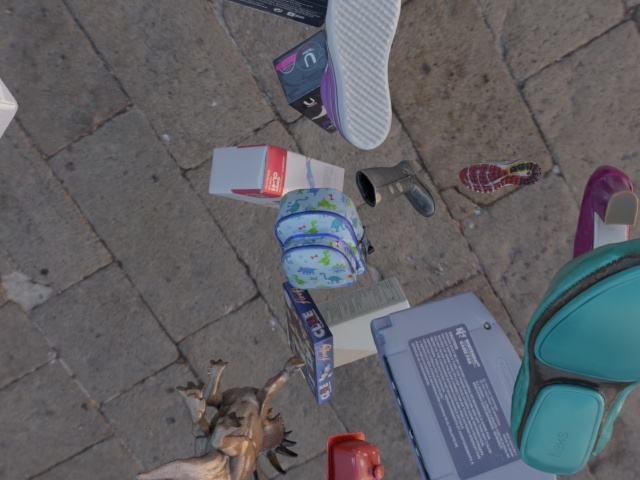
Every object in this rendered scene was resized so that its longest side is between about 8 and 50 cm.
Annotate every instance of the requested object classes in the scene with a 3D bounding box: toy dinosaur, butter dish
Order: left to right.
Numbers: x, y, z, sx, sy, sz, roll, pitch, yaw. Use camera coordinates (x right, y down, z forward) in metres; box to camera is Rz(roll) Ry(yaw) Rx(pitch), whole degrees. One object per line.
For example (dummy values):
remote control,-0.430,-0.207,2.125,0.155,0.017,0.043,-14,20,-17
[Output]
toy dinosaur,-0.116,0.281,0.752,0.127,0.295,0.201,10,111,20
butter dish,0.097,0.546,1.293,0.118,0.159,0.160,-12,72,39

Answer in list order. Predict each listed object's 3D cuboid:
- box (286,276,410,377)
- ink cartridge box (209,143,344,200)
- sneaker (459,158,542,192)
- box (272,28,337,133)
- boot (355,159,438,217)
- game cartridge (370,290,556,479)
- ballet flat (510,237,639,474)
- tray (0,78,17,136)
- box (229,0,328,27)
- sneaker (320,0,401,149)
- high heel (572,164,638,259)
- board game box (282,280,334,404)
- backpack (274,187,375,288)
box,0.078,0.218,1.389,0.310,0.148,0.121,-19,111,3
ink cartridge box,-0.114,-0.163,1.481,0.226,0.306,0.131,3,84,43
sneaker,0.519,-0.192,1.581,0.225,0.093,0.088,-1,110,9
box,0.018,-0.421,1.473,0.165,0.270,0.144,-26,74,20
boot,0.201,-0.121,1.412,0.076,0.208,0.190,-41,79,38
game cartridge,0.210,0.229,0.791,0.195,0.060,0.294,-15,67,-9
ballet flat,0.176,0.066,0.365,0.083,0.087,0.247,9,136,12
tray,-0.425,-0.193,0.564,0.030,0.145,0.270,5,146,8
box,-0.012,-0.614,0.967,0.211,0.395,0.294,9,88,-19
sneaker,0.039,-0.293,0.813,0.102,0.161,0.282,-6,118,-15
high heel,0.400,0.015,0.795,0.082,0.117,0.244,1,117,13
board game box,-0.023,0.216,1.148,0.042,0.165,0.243,-19,138,-16
backpack,0.000,0.000,0.631,0.104,0.084,0.114,-5,135,17
